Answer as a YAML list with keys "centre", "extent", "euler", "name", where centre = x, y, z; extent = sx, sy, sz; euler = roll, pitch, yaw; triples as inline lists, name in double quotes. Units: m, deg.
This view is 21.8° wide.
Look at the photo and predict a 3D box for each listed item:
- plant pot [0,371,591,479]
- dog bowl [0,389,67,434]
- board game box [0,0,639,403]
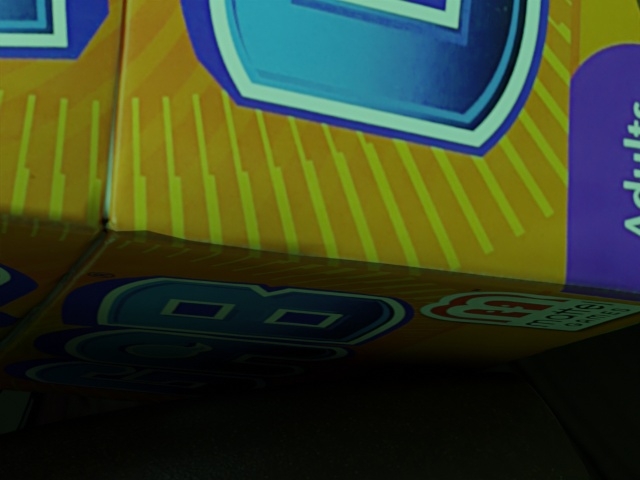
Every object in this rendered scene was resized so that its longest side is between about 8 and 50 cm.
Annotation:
- centre: [-0.016, 0.139, 0.589]
  extent: [0.230, 0.215, 0.215]
  euler: [-21, 31, -9]
  name: "plant pot"
- centre: [-0.318, 0.119, 0.922]
  extent: [0.408, 0.150, 0.408]
  euler: [-25, 33, 18]
  name: "dog bowl"
- centre: [-0.098, -0.139, 0.628]
  extent: [0.356, 0.356, 0.356]
  euler: [147, 128, -69]
  name: "board game box"
